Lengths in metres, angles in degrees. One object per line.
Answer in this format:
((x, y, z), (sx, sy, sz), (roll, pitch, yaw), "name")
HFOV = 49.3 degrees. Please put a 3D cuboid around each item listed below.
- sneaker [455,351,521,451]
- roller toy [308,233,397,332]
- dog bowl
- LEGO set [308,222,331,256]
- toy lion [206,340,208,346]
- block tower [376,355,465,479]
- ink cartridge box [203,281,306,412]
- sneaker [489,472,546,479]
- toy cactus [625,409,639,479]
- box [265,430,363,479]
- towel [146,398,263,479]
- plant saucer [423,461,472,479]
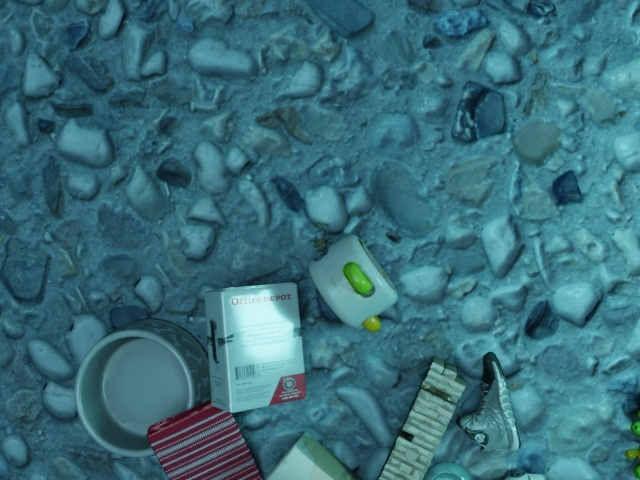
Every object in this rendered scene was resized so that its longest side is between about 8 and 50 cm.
((0.365, 0.375, 1.581), (0.132, 0.086, 0.228), (-14, 87, 12), "sneaker")
((0.069, 0.097, 1.585), (0.146, 0.209, 0.191), (-36, 44, 7), "roller toy")
((-0.439, 0.366, 1.711), (0.349, 0.102, 0.348), (0, 89, 9), "dog bowl")
((0.003, -0.001, 1.686), (0.054, 0.023, 0.083), (23, 79, 7), "LEGO set")
((-0.238, 0.281, 1.679), (0.034, 0.096, 0.100), (-15, 85, -24), "toy lion")
((0.228, 0.441, 1.598), (0.091, 0.097, 0.335), (24, 94, 10), "block tower")
((-0.151, 0.238, 1.610), (0.197, 0.114, 0.272), (-3, 88, -32), "ink cartridge box")
((0.495, 0.674, 1.532), (0.146, 0.122, 0.330), (-19, 86, 11), "sneaker")
((0.766, 0.430, 1.510), (0.181, 0.112, 0.218), (21, 84, 0), "toy cactus")
((0.033, 0.597, 1.603), (0.311, 0.148, 0.121), (39, 94, 7), "box")
((-0.268, 0.518, 1.652), (0.199, 0.031, 0.274), (-24, 106, -7), "towel")
((0.295, 0.576, 1.620), (0.119, 0.021, 0.119), (0, 89, 10), "plant saucer")
